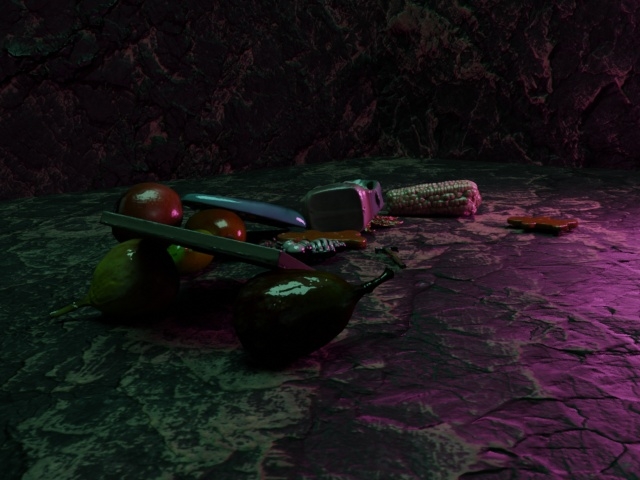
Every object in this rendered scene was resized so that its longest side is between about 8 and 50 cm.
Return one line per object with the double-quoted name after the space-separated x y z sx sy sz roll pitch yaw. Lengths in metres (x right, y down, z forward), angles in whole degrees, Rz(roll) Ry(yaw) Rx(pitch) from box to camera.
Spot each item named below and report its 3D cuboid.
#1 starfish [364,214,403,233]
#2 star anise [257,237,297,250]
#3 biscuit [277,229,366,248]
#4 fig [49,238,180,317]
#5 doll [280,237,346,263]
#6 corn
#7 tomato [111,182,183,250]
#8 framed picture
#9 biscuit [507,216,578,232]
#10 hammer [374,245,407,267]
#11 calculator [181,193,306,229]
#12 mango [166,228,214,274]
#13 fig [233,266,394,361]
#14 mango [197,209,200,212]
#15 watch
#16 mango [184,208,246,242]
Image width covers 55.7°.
0.153 -0.064 1.982 0.228 0.043 0.240 -5 18 -3 "starfish"
-0.112 0.019 1.628 0.129 0.056 0.124 -1 12 6 "star anise"
0.000 0.001 1.740 0.250 0.036 0.165 -1 12 -8 "biscuit"
-0.414 0.101 1.211 0.257 0.159 0.159 -22 15 -4 "fig"
-0.035 0.030 1.551 0.219 0.067 0.091 -13 20 -31 "doll"
0.388 -0.146 2.117 0.335 0.126 0.127 1 13 20 "corn"
-0.493 -0.061 1.717 0.185 0.208 0.208 8 7 -28 "tomato"
-0.196 0.020 1.226 0.326 0.028 0.446 13 -5 9 "framed picture"
0.663 -0.049 1.834 0.138 0.031 0.205 -14 18 -43 "biscuit"
0.192 0.042 1.566 0.062 0.017 0.182 -5 15 -9 "hammer"
-0.249 -0.091 1.849 0.387 0.054 0.256 9 -3 -18 "calculator"
-0.331 0.035 1.524 0.119 0.100 0.178 -37 0 35 "mango"
-0.005 0.105 1.006 0.274 0.145 0.170 -18 14 -1 "fig"
-0.404 -0.110 2.263 0.108 0.056 0.073 12 19 7 "mango"
0.071 -0.124 1.914 0.254 0.161 0.241 -6 20 5 "watch"
-0.307 -0.025 1.719 0.146 0.129 0.289 -9 6 -37 "mango"
